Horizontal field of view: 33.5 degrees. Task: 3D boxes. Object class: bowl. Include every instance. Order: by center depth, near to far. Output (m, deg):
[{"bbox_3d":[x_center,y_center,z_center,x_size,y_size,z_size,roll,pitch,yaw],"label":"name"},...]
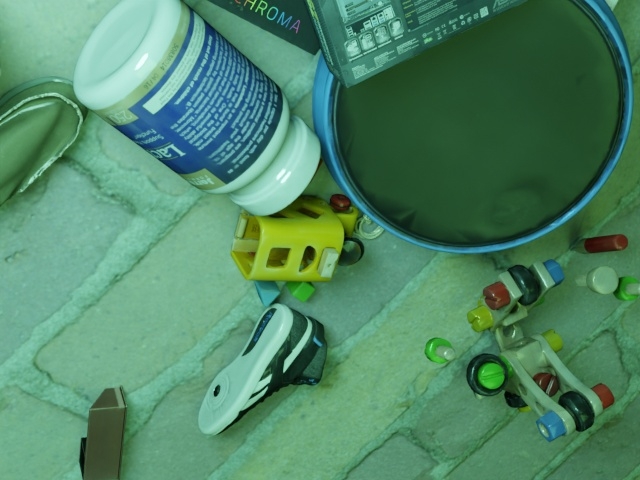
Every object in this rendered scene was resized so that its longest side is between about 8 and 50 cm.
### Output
[{"bbox_3d":[0.184,-0.160,1.280,0.391,0.077,0.391,0,115,0],"label":"bowl"}]

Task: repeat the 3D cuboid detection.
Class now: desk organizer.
[{"bbox_3d":[-0.295,0.263,1.436,0.050,0.047,0.130,-1,121,-21],"label":"desk organizer"}]

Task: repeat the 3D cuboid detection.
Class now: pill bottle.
[{"bbox_3d":[-0.129,-0.145,1.182,0.153,0.153,0.264,-46,127,8],"label":"pill bottle"}]

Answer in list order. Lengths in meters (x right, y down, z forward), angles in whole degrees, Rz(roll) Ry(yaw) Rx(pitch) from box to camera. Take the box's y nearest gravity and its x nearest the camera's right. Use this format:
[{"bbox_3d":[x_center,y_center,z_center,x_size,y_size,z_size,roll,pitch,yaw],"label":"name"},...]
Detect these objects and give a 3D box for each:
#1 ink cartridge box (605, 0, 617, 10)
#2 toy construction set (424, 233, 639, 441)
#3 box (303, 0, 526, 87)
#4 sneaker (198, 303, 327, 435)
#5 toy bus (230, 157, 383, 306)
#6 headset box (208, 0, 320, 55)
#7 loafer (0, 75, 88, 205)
[{"bbox_3d":[0.307,-0.312,1.314,0.090,0.092,0.143,12,115,-29],"label":"ink cartridge box"},{"bbox_3d":[0.316,0.125,1.570,0.257,0.237,0.309,42,80,-8],"label":"toy construction set"},{"bbox_3d":[0.092,-0.288,1.090,0.232,0.059,0.183,-28,130,-7],"label":"box"},{"bbox_3d":[-0.067,0.199,1.477,0.121,0.079,0.217,27,105,-34],"label":"sneaker"},{"bbox_3d":[-0.012,0.004,1.363,0.202,0.104,0.191,-36,129,1],"label":"toy bus"},{"bbox_3d":[-0.047,-0.377,1.086,0.246,0.131,0.283,22,109,-34],"label":"headset box"},{"bbox_3d":[-0.353,-0.077,1.164,0.251,0.087,0.094,-41,128,4],"label":"loafer"}]
